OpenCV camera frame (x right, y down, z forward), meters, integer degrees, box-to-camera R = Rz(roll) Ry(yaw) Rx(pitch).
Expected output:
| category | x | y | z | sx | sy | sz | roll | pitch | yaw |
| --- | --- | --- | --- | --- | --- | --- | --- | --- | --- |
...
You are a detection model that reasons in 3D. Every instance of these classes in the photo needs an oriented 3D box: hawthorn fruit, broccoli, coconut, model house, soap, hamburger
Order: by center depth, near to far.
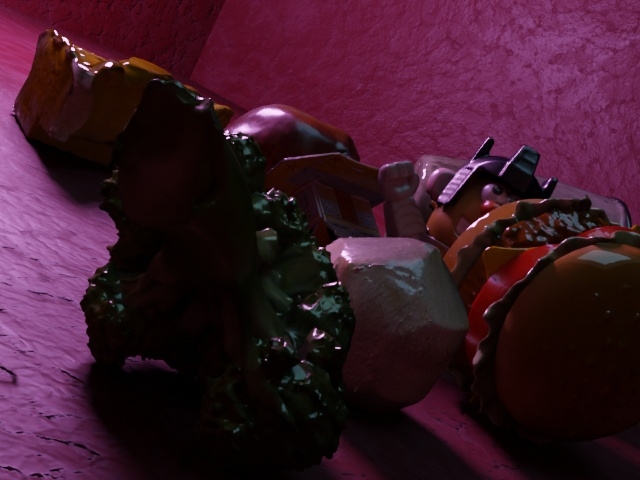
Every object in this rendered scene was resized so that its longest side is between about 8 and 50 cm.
| category | x | y | z | sx | sy | sz | roll | pitch | yaw |
| --- | --- | --- | --- | --- | --- | --- | --- | --- | --- |
| broccoli | -0.083 | 0.042 | 0.590 | 0.302 | 0.186 | 0.254 | -57 | 124 | -81 |
| coconut | 0.055 | 0.068 | 0.811 | 0.161 | 0.162 | 0.161 | 27 | 9 | -4 |
| hamburger | 0.271 | 0.095 | 0.944 | 0.274 | 0.274 | 0.212 | 21 | 12 | -29 |
| model house | 0.000 | 0.000 | 1.152 | 0.219 | 0.207 | 0.135 | 17 | 50 | -49 |
| soap | -0.248 | -0.170 | 1.275 | 0.339 | 0.169 | 0.304 | 19 | 12 | -33 |
| hawthorn fruit | -0.042 | -0.099 | 1.277 | 0.248 | 0.208 | 0.208 | 3 | -7 | 37 |

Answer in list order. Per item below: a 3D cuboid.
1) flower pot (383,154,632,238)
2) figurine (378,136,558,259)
| category | x | y | z | sx | sy | sz | roll | pitch | yaw |
| --- | --- | --- | --- | --- | --- | --- | --- | --- | --- |
| flower pot | 0.275 | 0.018 | 1.381 | 0.330 | 0.293 | 0.293 | 20 | 10 | -2 |
| figurine | 0.194 | 0.003 | 1.156 | 0.309 | 0.308 | 0.143 | 22 | 0 | -26 |
